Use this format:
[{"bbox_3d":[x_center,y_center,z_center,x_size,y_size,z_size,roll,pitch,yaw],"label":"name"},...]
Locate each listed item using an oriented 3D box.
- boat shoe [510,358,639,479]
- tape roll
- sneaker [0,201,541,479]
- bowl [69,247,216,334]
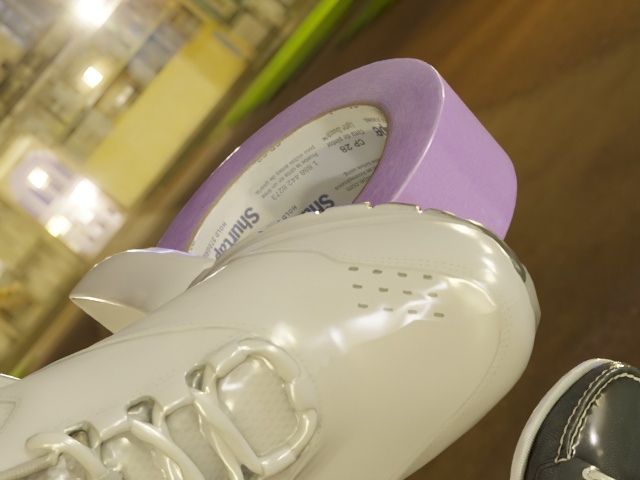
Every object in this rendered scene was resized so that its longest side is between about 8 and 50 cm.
[{"bbox_3d":[0.173,0.207,1.162,0.091,0.114,0.303,-31,35,59],"label":"boat shoe"},{"bbox_3d":[0.000,0.000,1.235,0.275,0.090,0.275,-35,25,19],"label":"tape roll"},{"bbox_3d":[-0.062,0.079,0.613,0.297,0.111,0.129,-24,8,9],"label":"sneaker"},{"bbox_3d":[-0.061,0.053,1.013,0.053,0.142,0.142,-57,28,-13],"label":"bowl"}]
